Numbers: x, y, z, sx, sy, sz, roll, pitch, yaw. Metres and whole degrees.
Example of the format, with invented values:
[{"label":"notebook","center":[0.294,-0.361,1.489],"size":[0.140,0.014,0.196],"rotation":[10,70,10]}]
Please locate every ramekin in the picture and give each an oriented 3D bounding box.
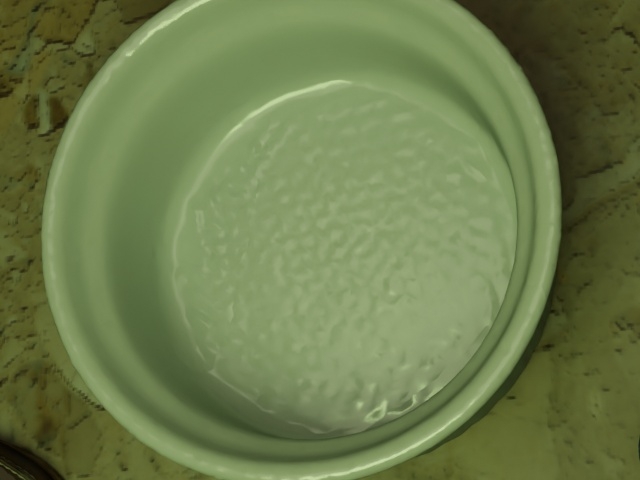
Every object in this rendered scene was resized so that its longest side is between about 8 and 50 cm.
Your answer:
[{"label":"ramekin","center":[0.000,0.000,0.874],"size":[0.277,0.135,0.277],"rotation":[-3,77,14]}]

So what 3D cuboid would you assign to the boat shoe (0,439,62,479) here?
[{"label":"boat shoe","center":[-0.251,0.137,0.944],"size":[0.207,0.073,0.073],"rotation":[14,81,15]}]

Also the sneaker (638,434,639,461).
[{"label":"sneaker","center":[0.299,0.127,0.774],"size":[0.296,0.131,0.112],"rotation":[15,84,19]}]
